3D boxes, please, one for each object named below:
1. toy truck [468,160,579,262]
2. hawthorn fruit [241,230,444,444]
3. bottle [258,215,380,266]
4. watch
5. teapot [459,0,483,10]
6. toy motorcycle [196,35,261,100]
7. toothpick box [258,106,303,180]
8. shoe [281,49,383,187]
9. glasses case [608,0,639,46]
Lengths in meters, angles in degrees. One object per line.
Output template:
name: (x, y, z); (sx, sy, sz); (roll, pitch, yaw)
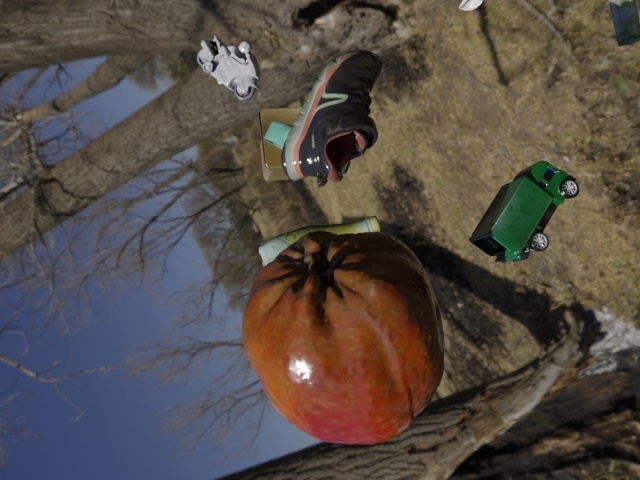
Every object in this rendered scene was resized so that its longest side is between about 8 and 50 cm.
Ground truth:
toy truck: (0.279, -0.039, 0.730); (0.079, 0.147, 0.065); (38, 167, -4)
hawthorn fruit: (0.036, 0.115, 0.669); (0.262, 0.258, 0.258); (42, -176, -20)
bottle: (0.000, 0.000, 1.188); (0.083, 0.270, 0.083); (-19, -90, -85)
watch: (-0.031, -0.234, 1.403); (0.237, 0.068, 0.195); (24, -178, -7)
teapot: (0.453, -0.720, 1.360); (0.298, 0.205, 0.139); (149, 120, -62)
toy motorcycle: (-0.284, -0.581, 1.763); (0.260, 0.171, 0.110); (43, -174, 16)
toothpick box: (-0.112, -0.300, 1.763); (0.308, 0.190, 0.187); (157, 105, -78)
shoe: (0.046, -0.226, 0.990); (0.137, 0.290, 0.114); (25, 171, 29)
glasses case: (0.817, -0.664, 1.457); (0.272, 0.062, 0.095); (41, -129, -44)
